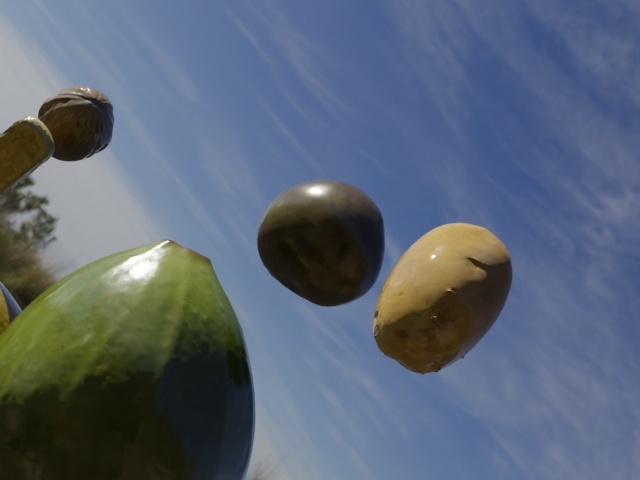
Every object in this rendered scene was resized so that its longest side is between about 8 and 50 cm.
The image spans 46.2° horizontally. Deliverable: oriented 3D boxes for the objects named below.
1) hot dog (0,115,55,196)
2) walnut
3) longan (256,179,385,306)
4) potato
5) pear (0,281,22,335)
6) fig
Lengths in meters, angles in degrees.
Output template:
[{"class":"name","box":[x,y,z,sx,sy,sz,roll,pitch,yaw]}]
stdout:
[{"class":"hot dog","box":[-0.564,-0.128,1.323,0.084,0.243,0.073,51,12,-11]},{"class":"walnut","box":[-0.458,-0.219,1.410,0.162,0.140,0.140,-15,-60,30]},{"class":"longan","box":[0.000,0.000,1.389,0.246,0.246,0.215,31,-14,48]},{"class":"potato","box":[0.162,0.067,0.980,0.150,0.233,0.146,29,-28,10]},{"class":"pear","box":[-0.655,0.176,1.174,0.419,0.362,0.362,24,-13,-12]},{"class":"fig","box":[-0.197,0.153,0.786,0.316,0.316,0.316,45,-18,18]}]
